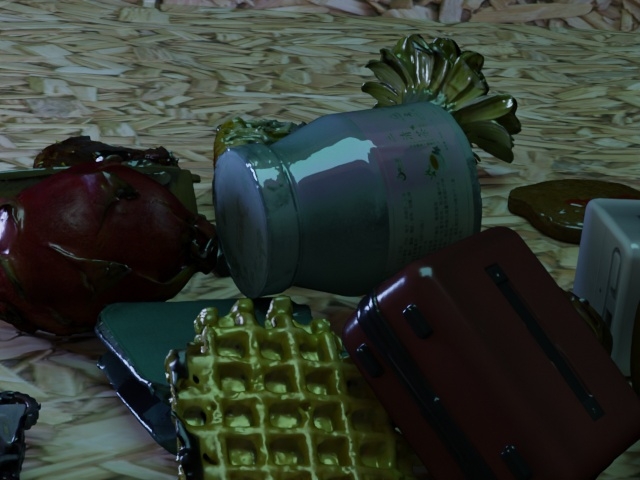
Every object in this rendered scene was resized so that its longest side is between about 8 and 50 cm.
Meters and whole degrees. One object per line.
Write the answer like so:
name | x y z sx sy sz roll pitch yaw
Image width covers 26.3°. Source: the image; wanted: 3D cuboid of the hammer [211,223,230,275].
hammer | -0.300 0.032 1.982 0.365 0.043 0.111 -7 26 -23

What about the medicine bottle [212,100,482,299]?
medicine bottle | 0.027 -0.042 1.770 0.290 0.245 0.245 -12 26 -23

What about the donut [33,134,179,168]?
donut | -0.344 -0.093 2.201 0.230 0.096 0.216 5 24 0

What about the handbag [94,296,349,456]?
handbag | -0.111 0.155 1.630 0.274 0.100 0.269 -5 20 -27

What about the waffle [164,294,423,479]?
waffle | -0.043 0.191 1.434 0.307 0.060 0.312 -25 60 -40

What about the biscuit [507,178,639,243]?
biscuit | 0.477 -0.055 2.358 0.273 0.049 0.257 -4 23 -26

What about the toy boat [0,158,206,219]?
toy boat | -0.379 -0.039 1.980 0.446 0.135 0.162 -6 -6 -18

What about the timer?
timer | 0.464 0.063 1.851 0.195 0.192 0.194 1 22 -8

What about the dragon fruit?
dragon fruit | -0.292 0.009 1.764 0.315 0.250 0.250 -9 20 7

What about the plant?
plant | 0.187 -0.240 2.471 0.297 0.261 0.306 -14 17 -40

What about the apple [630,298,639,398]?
apple | 0.493 0.126 1.491 0.339 0.338 0.305 14 9 22

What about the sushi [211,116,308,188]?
sushi | -0.086 -0.120 2.267 0.184 0.139 0.274 3 24 1

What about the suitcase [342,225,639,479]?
suitcase | 0.188 0.146 1.460 0.236 0.161 0.297 -22 72 -50

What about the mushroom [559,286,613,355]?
mushroom | 0.237 0.132 1.699 0.253 0.153 0.253 -3 14 1

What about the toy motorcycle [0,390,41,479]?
toy motorcycle | -0.363 0.216 1.438 0.123 0.080 0.215 3 26 -6
